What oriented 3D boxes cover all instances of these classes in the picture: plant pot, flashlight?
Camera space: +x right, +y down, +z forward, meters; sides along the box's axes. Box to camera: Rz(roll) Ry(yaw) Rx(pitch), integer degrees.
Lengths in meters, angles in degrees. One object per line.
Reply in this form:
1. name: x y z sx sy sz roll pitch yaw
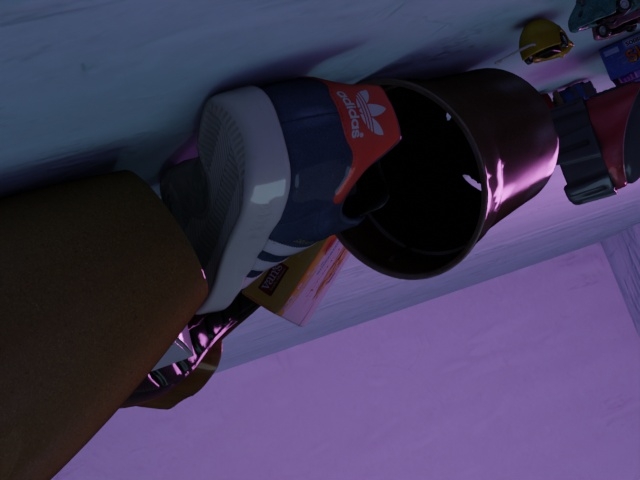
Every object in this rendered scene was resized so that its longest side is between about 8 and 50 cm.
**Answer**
1. plant pot: 0.106 -0.069 1.385 0.167 0.167 0.165 -27 179 39
2. flashlight: 0.366 -0.125 1.559 0.304 0.103 0.103 -18 138 13
3. plant pot: -0.219 0.063 1.235 0.254 0.237 0.237 -33 176 -16

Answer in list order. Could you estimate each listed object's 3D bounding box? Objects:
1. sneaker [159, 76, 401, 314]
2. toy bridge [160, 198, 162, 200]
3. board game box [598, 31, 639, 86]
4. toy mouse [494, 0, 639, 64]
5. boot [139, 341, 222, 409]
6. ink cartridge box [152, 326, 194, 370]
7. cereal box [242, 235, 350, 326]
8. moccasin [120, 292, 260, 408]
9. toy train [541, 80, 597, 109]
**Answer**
1. sneaker: -0.031 -0.033 1.311 0.148 0.131 0.350 -14 171 -19
2. toy bridge: -0.149 -0.019 1.500 0.063 0.026 0.188 -23 173 14
3. board game box: 0.356 -0.188 1.654 0.136 0.035 0.201 -23 173 12
4. toy mouse: 0.228 -0.184 1.327 0.143 0.031 0.161 -25 172 31
5. boot: -0.283 0.142 1.769 0.280 0.096 0.264 11 142 -34
6. ink cartridge box: -0.170 0.046 1.371 0.099 0.135 0.056 -20 151 9
7. cereal box: 0.000 0.000 1.651 0.173 0.047 0.240 -57 172 -1
8. moccasin: -0.187 0.070 1.594 0.147 0.139 0.380 -13 -165 25
9. toy train: 0.220 -0.136 1.698 0.158 0.027 0.036 -18 161 -20
